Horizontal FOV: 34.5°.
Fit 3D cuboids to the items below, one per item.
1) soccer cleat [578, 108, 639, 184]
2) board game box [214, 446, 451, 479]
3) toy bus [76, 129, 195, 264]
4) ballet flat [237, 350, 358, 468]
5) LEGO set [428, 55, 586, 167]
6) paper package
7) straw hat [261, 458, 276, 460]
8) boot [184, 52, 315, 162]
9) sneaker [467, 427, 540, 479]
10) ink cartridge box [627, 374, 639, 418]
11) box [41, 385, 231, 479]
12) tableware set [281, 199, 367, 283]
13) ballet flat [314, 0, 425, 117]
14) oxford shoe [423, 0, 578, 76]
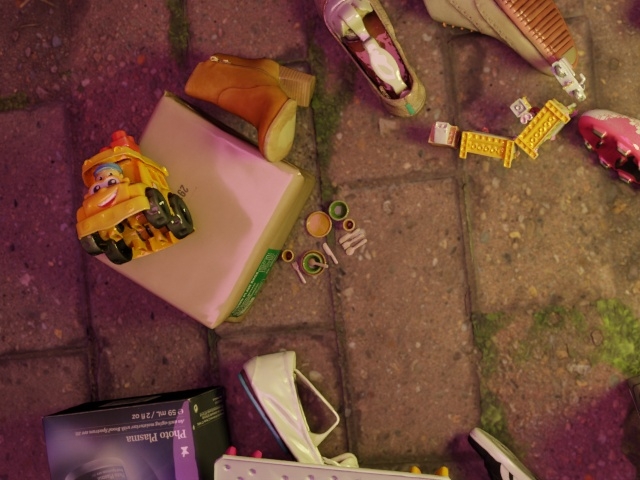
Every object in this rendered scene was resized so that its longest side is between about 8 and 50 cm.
[{"bbox_3d":[0.589,-0.139,1.705,0.331,0.116,0.143,36,79,12],"label":"soccer cleat"},{"bbox_3d":[0.015,0.536,1.746,0.390,0.050,0.389,5,113,4],"label":"board game box"},{"bbox_3d":[-0.324,-0.086,1.706,0.150,0.220,0.211,-21,77,10],"label":"toy bus"},{"bbox_3d":[-0.008,0.375,1.838,0.139,0.139,0.400,-30,81,12],"label":"ballet flat"},{"bbox_3d":[0.335,-0.198,1.769,0.287,0.107,0.132,-26,90,34],"label":"LEGO set"},{"bbox_3d":[-0.212,-0.050,1.868,0.310,0.168,0.324,31,96,13],"label":"paper package"},{"bbox_3d":[-0.122,0.463,1.884,0.061,0.145,0.144,-7,86,55],"label":"straw hat"},{"bbox_3d":[-0.140,-0.238,1.808,0.211,0.295,0.104,12,125,7],"label":"boot"},{"bbox_3d":[0.310,0.434,1.769,0.217,0.079,0.121,43,98,10],"label":"sneaker"},{"bbox_3d":[0.573,0.306,1.606,0.115,0.273,0.198,-19,85,11],"label":"ink cartridge box"},{"bbox_3d":[-0.319,0.436,1.881,0.296,0.183,0.293,-10,88,14],"label":"box"},{"bbox_3d":[0.000,0.000,1.886,0.154,0.024,0.104,-33,81,12],"label":"tableware set"},{"bbox_3d":[0.084,-0.360,1.828,0.108,0.106,0.316,-38,80,11],"label":"ballet flat"},{"bbox_3d":[0.278,-0.416,1.789,0.397,0.140,0.146,48,131,6],"label":"oxford shoe"}]
